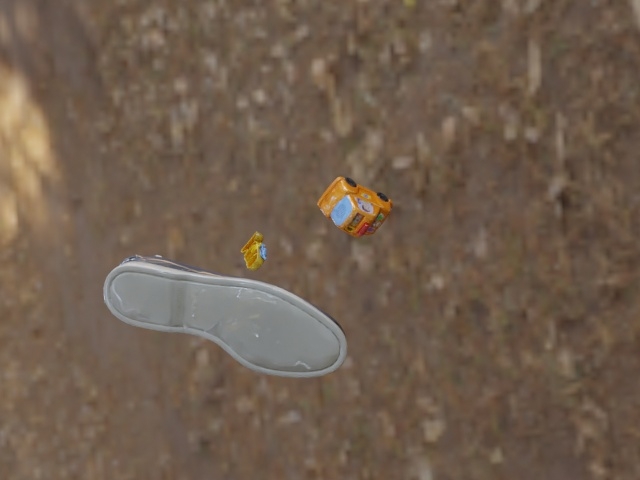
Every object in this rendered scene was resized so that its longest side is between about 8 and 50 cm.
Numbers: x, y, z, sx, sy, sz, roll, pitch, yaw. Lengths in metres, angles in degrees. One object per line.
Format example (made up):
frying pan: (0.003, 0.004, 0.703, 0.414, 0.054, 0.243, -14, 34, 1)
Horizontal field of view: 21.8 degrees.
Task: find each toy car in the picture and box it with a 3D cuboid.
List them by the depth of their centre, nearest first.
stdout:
toy car: (0.000, 0.000, 1.318, 0.122, 0.060, 0.040, -35, 36, 18)

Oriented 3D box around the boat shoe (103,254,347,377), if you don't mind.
boat shoe: (-0.071, 0.054, 1.355, 0.065, 0.206, 0.075, -50, -27, -68)
